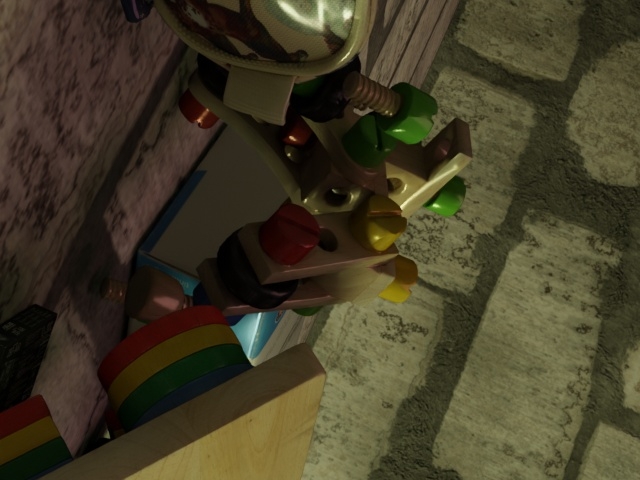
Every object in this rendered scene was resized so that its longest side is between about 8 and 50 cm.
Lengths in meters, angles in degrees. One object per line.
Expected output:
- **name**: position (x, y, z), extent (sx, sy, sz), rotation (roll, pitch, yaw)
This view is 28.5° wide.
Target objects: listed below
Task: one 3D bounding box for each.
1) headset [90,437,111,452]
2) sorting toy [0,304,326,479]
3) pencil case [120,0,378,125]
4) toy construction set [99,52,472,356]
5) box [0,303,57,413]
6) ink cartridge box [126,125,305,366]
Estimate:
- **headset**: position (-0.167, 0.296, 1.146), extent (0.394, 0.185, 0.243), rotation (-57, -178, 42)
- **sorting toy**: position (-0.136, 0.149, 0.824), extent (0.255, 0.089, 0.257), rotation (-26, 159, -16)
- **pencil case**: position (0.018, -0.256, 0.834), extent (0.410, 0.160, 0.183), rotation (-60, 170, -49)
- **toy construction set**: position (0.000, 0.000, 0.962), extent (0.309, 0.237, 0.257), rotation (-59, -146, 15)
- **box**: position (-0.204, 0.084, 0.822), extent (0.083, 0.018, 0.067), rotation (-46, 159, -73)
- **ink cartridge box**: position (-0.089, 0.065, 1.225), extent (0.307, 0.129, 0.223), rotation (107, 8, -46)
